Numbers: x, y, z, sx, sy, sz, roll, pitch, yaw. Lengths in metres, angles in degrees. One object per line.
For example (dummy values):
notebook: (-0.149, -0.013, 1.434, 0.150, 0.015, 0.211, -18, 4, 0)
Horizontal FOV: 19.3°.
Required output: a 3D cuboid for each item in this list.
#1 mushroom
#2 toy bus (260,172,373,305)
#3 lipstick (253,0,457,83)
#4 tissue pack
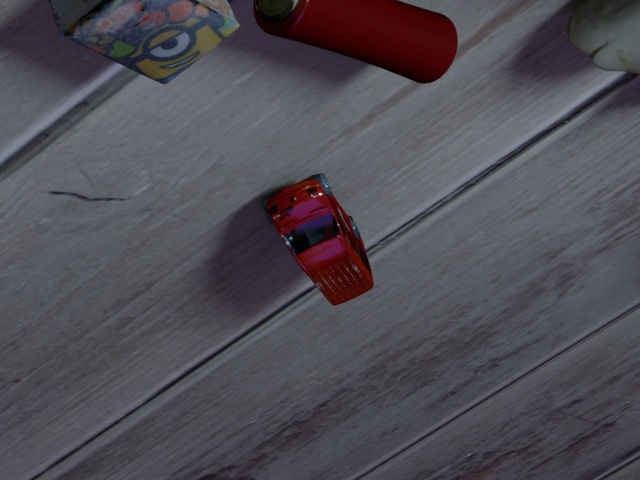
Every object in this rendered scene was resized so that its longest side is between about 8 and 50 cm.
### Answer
mushroom: (0.457, -0.301, 1.987, 0.154, 0.138, 0.407, 25, 136, -36)
toy bus: (0.000, 0.000, 2.240, 0.081, 0.089, 0.195, -25, 151, 6)
lipstick: (0.038, -0.219, 1.903, 0.241, 0.080, 0.080, 14, 136, -46)
tissue pack: (-0.167, -0.216, 1.790, 0.108, 0.060, 0.148, -36, 147, 24)
